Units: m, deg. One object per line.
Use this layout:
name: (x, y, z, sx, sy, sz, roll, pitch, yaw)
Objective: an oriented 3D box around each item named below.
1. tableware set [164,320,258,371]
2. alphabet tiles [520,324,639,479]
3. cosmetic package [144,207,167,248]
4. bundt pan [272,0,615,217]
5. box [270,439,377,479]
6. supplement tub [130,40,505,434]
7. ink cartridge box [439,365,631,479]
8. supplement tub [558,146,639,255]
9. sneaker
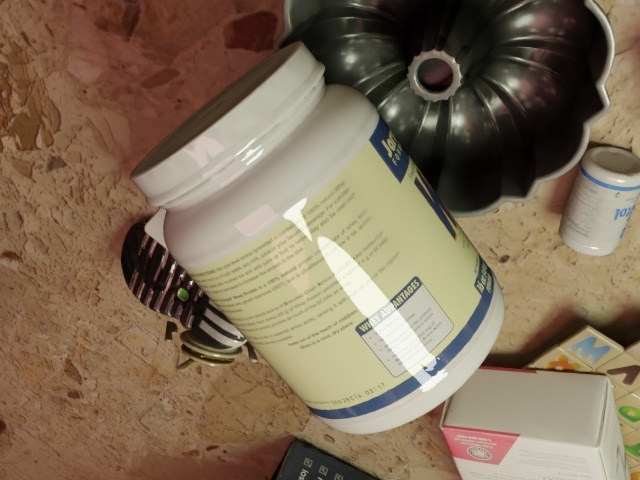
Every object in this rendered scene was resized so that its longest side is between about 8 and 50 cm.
tableware set: (-0.161, 0.142, 1.065, 0.128, 0.194, 0.039, 15, 99, -13)
alphabet tiles: (0.402, 0.239, 1.005, 0.285, 0.011, 0.342, 32, 140, -4)
cosmetic package: (-0.086, -0.035, 0.940, 0.184, 0.151, 0.151, 41, 128, -11)
bundt pan: (0.126, -0.193, 0.764, 0.331, 0.124, 0.330, 10, 128, 13)
box: (0.051, 0.668, 1.190, 0.472, 0.480, 0.297, 25, 131, 2)
supplement tub: (0.000, 0.000, 0.722, 0.235, 0.235, 0.325, -26, 112, 33)
ink cartridge box: (0.309, 0.313, 1.037, 0.207, 0.117, 0.283, -1, 131, 31)
supplement tub: (0.315, -0.044, 0.835, 0.071, 0.071, 0.107, 14, 129, 11)
sneaker: (-0.160, 0.070, 1.083, 0.281, 0.162, 0.106, 36, 106, 34)
